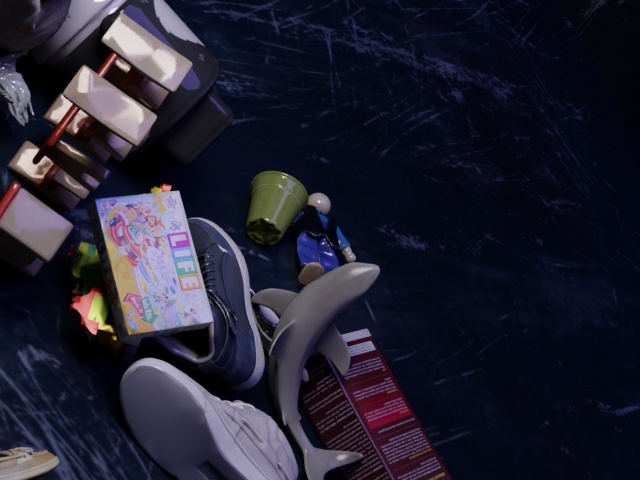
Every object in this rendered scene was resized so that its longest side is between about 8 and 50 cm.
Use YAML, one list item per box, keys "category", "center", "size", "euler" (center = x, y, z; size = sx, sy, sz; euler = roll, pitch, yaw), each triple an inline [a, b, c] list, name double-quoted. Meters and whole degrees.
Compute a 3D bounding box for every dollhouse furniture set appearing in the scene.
- category: "dollhouse furniture set"
  center: [-0.286, -0.106, 1.524]
  size: [0.135, 0.262, 0.259]
  euler: [36, 65, -12]

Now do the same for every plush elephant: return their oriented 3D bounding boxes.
- category: "plush elephant"
  center: [-0.388, -0.309, 1.549]
  size: [0.255, 0.272, 0.329]
  euler: [39, 48, -76]

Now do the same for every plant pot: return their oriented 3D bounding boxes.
- category: "plant pot"
  center: [-0.067, -0.037, 1.935]
  size: [0.083, 0.083, 0.079]
  euler: [41, 45, -22]

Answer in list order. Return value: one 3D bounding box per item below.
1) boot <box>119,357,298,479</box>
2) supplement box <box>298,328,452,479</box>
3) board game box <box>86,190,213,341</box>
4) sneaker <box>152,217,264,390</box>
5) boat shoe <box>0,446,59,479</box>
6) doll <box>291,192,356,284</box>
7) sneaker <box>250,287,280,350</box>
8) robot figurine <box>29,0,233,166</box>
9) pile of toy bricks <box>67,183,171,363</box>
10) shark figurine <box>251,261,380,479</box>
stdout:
- category: "boot"
  center: [-0.120, 0.212, 1.588]
  size: [0.258, 0.095, 0.123]
  euler: [54, 22, -17]
- category: "supplement box"
  center: [0.062, 0.238, 1.823]
  size: [0.130, 0.073, 0.239]
  euler: [-7, 64, -58]
- category: "board game box"
  center: [-0.184, 0.026, 1.538]
  size: [0.103, 0.026, 0.154]
  euler: [-8, 75, -34]
- category: "sneaker"
  center: [-0.146, 0.057, 1.669]
  size: [0.163, 0.086, 0.226]
  euler: [30, 35, -62]
- category: "boat shoe"
  center: [-0.308, 0.215, 1.332]
  size: [0.153, 0.056, 0.048]
  euler: [-12, 74, -51]
- category: "doll"
  center: [0.000, 0.000, 2.012]
  size: [0.129, 0.046, 0.189]
  euler: [27, 31, -24]
- category: "sneaker"
  center: [-0.081, 0.095, 1.812]
  size: [0.109, 0.040, 0.044]
  euler: [54, 12, -7]
- category: "robot figurine"
  center: [-0.234, -0.221, 1.772]
  size: [0.278, 0.209, 0.173]
  euler: [47, 43, -13]
- category: "pile of toy bricks"
  center: [-0.236, 0.034, 1.603]
  size: [0.105, 0.118, 0.212]
  euler: [17, 56, -7]
- category: "shark figurine"
  center: [-0.031, 0.157, 1.719]
  size: [0.116, 0.166, 0.278]
  euler: [-1, 99, -72]
